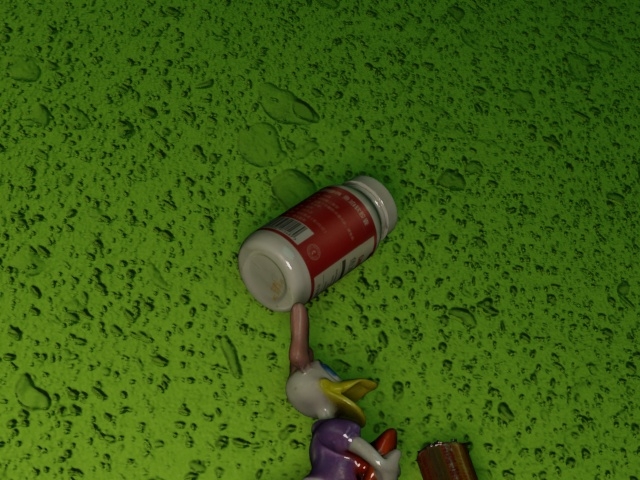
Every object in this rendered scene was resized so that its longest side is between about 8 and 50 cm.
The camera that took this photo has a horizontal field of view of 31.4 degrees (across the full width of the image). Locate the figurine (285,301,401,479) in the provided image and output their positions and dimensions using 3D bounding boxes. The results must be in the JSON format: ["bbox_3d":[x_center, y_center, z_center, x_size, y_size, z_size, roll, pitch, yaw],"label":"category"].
[{"bbox_3d":[0.003,0.289,1.442,0.193,0.154,0.420,5,51,2],"label":"figurine"}]

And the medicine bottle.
[{"bbox_3d":[0.000,0.000,1.700,0.131,0.131,0.250,42,48,17],"label":"medicine bottle"}]

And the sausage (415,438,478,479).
[{"bbox_3d":[0.212,0.431,1.447,0.082,0.082,0.371,-1,52,-22],"label":"sausage"}]
